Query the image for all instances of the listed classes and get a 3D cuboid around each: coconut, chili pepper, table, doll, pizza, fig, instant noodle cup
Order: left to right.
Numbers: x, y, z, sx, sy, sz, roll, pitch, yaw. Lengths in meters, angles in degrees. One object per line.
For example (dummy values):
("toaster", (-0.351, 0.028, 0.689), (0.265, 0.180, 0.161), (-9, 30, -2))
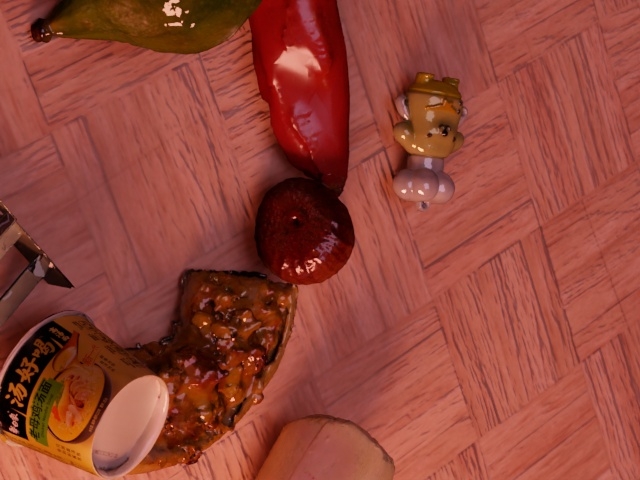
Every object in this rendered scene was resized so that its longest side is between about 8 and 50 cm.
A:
("table", (-0.345, 0.037, 1.664), (0.146, 0.062, 0.175), (-52, 124, -23))
("instant noodle cup", (-0.230, 0.157, 1.699), (0.151, 0.122, 0.151), (-36, 138, -41))
("fig", (-0.182, -0.270, 1.730), (0.203, 0.235, 0.203), (59, 17, -31))
("pizza", (-0.127, 0.136, 1.835), (0.305, 0.086, 0.161), (-45, 118, -28))
("chili pepper", (-0.024, -0.227, 1.875), (0.110, 0.110, 0.387), (-22, 110, -35))
("coconut", (-0.001, 0.284, 1.912), (0.147, 0.147, 0.152), (45, 58, -32))
("fig", (0.002, 0.000, 1.906), (0.153, 0.119, 0.119), (24, 79, -37))
("doll", (0.128, -0.114, 2.031), (0.106, 0.062, 0.162), (6, 91, -34))
